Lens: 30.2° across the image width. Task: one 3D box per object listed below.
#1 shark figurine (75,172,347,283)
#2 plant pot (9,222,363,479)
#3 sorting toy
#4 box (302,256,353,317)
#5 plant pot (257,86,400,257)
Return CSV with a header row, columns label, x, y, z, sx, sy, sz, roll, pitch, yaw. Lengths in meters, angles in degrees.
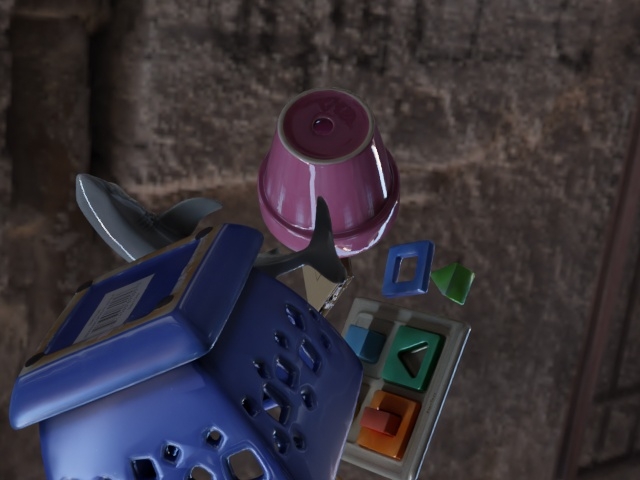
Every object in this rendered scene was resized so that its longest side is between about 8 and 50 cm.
label,x,y,z,sx,sy,sz,roll,pitch,yaw
shark figurine,-0.114,0.032,1.196,0.278,0.166,0.116,11,-130,1
plant pot,-0.122,0.132,1.050,0.236,0.212,0.236,-22,-159,21
sorting toy,0.059,0.156,1.286,0.047,0.347,0.196,28,169,-37
box,0.000,0.000,1.772,0.021,0.164,0.201,-1,-117,-19
plant pot,0.010,-0.103,1.608,0.201,0.180,0.201,-1,-121,1
